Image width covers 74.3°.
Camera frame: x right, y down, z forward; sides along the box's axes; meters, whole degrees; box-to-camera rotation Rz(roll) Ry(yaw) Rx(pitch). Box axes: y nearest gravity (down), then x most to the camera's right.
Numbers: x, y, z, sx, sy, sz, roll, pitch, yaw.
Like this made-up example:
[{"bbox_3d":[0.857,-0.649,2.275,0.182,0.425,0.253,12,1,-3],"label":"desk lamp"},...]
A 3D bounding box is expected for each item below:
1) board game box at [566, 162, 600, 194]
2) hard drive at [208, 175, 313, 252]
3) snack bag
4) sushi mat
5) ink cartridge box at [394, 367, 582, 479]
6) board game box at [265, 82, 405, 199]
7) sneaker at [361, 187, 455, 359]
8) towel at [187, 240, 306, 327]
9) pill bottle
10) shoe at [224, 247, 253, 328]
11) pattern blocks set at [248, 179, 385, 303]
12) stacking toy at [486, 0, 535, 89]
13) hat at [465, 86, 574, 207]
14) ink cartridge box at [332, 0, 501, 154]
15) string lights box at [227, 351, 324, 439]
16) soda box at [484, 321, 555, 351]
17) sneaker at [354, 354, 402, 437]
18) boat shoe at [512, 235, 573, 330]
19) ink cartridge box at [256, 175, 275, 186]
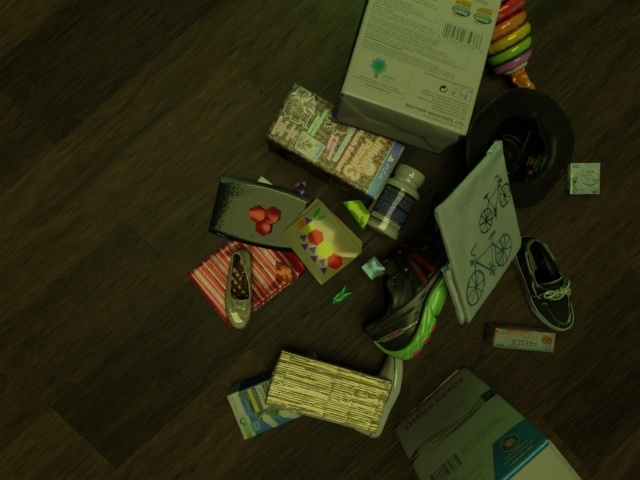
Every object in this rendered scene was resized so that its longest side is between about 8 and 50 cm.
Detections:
[{"bbox_3d":[0.763,-0.179,1.225,0.090,0.020,0.090,-1,94,-4],"label":"board game box"},{"bbox_3d":[-0.158,-0.067,1.113,0.254,0.054,0.172,14,92,-3],"label":"hard drive"},{"bbox_3d":[0.386,-0.020,1.024,0.323,0.037,0.343,-43,123,-28],"label":"snack bag"},{"bbox_3d":[0.020,0.404,1.124,0.316,0.019,0.152,16,92,-3],"label":"sushi mat"},{"bbox_3d":[0.387,0.534,1.058,0.285,0.395,0.166,-41,98,-1],"label":"ink cartridge box"},{"bbox_3d":[0.027,-0.230,1.058,0.291,0.232,0.141,29,92,-5],"label":"board game box"},{"bbox_3d":[0.252,0.067,1.118,0.202,0.185,0.483,23,81,9],"label":"sneaker"},{"bbox_3d":[-0.199,0.087,1.163,0.275,0.031,0.199,-37,95,-1],"label":"towel"},{"bbox_3d":[0.200,-0.106,1.140,0.112,0.112,0.187,30,91,-6],"label":"pill bottle"},{"bbox_3d":[-0.219,0.130,1.120,0.076,0.058,0.219,1,93,-1],"label":"shoe"},{"bbox_3d":[0.000,0.000,1.081,0.285,0.026,0.325,-30,91,0],"label":"pattern blocks set"},{"bbox_3d":[0.504,-0.512,1.131,0.175,0.165,0.302,-37,108,-13],"label":"stacking toy"},{"bbox_3d":[0.506,-0.250,1.145,0.331,0.134,0.331,-5,107,-15],"label":"hat"},{"bbox_3d":[0.210,-0.420,0.896,0.269,0.151,0.396,17,85,-6],"label":"ink cartridge box"},{"bbox_3d":[-0.109,0.425,1.168,0.259,0.077,0.133,-22,93,-3],"label":"string lights box"},{"bbox_3d":[0.573,0.279,1.219,0.183,0.063,0.058,7,94,-4],"label":"soda box"},{"bbox_3d":[0.156,0.427,1.181,0.091,0.094,0.258,17,93,-10],"label":"sneaker"},{"bbox_3d":[0.646,0.126,1.194,0.113,0.105,0.306,-23,95,-3],"label":"boat shoe"},{"bbox_3d":[-0.141,-0.131,1.152,0.083,0.028,0.048,39,92,-7],"label":"ink cartridge box"}]
